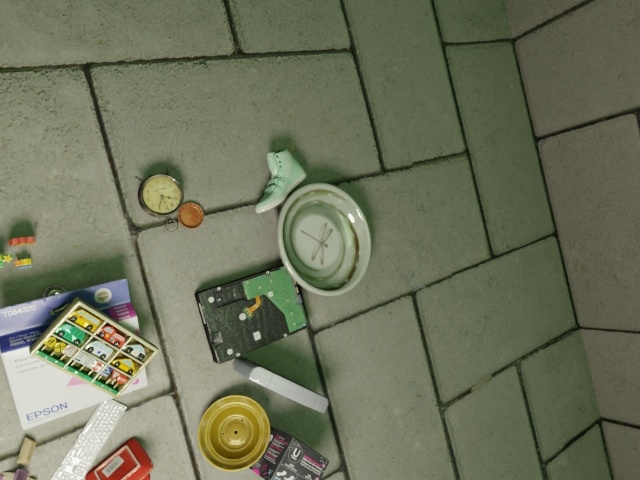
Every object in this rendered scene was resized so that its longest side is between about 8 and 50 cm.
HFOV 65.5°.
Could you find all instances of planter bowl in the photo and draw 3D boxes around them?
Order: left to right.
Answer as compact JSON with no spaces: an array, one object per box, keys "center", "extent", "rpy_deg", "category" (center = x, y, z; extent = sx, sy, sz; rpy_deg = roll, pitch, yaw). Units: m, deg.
[{"center":[-0.265,0.595,1.544],"extent":[0.217,0.090,0.217],"rpy_deg":[2,69,-5],"category":"planter bowl"}]

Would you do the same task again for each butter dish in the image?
[{"center":[-0.538,0.664,1.380],"extent":[0.160,0.160,0.118],"rpy_deg":[-37,127,-27],"category":"butter dish"}]

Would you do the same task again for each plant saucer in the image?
[{"center":[-0.414,-0.078,1.586],"extent":[0.083,0.013,0.083],"rpy_deg":[4,83,-31],"category":"plant saucer"},{"center":[0.000,0.000,1.758],"extent":[0.400,0.100,0.400],"rpy_deg":[8,76,-35],"category":"plant saucer"}]

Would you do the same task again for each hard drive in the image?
[{"center":[-0.221,0.233,1.640],"extent":[0.339,0.064,0.237],"rpy_deg":[-18,94,-30],"category":"hard drive"}]

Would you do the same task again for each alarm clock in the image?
[{"center":[-0.482,-0.117,1.521],"extent":[0.129,0.064,0.192],"rpy_deg":[-21,93,-30],"category":"alarm clock"}]

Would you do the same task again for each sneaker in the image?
[{"center":[-0.678,0.228,1.355],"extent":[0.090,0.095,0.235],"rpy_deg":[-38,106,-30],"category":"sneaker"},{"center":[-0.168,-0.210,1.695],"extent":[0.151,0.094,0.256],"rpy_deg":[55,53,-21],"category":"sneaker"}]

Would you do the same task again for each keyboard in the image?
[{"center":[-0.645,0.568,1.387],"extent":[0.072,0.014,0.256],"rpy_deg":[37,68,-22],"category":"keyboard"}]

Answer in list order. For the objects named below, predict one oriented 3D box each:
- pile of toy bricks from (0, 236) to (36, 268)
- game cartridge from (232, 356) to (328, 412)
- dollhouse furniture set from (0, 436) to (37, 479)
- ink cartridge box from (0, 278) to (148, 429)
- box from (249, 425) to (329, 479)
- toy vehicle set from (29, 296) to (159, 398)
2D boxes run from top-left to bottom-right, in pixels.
[{"center":[-0.840,0.049,1.269],"extent":[0.212,0.105,0.118],"rpy_deg":[-10,90,-31],"category":"pile of toy bricks"},{"center":[-0.123,0.463,1.597],"extent":[0.297,0.198,0.062],"rpy_deg":[33,70,-24],"category":"game cartridge"},{"center":[-0.790,0.581,1.304],"extent":[0.081,0.091,0.114],"rpy_deg":[-3,57,8],"category":"dollhouse furniture set"},{"center":[-0.644,0.296,1.315],"extent":[0.324,0.071,0.330],"rpy_deg":[-15,117,-30],"category":"ink cartridge box"},{"center":[-0.118,0.681,1.549],"extent":[0.163,0.247,0.142],"rpy_deg":[40,67,-22],"category":"box"},{"center":[-0.578,0.283,1.291],"extent":[0.166,0.035,0.267],"rpy_deg":[-51,127,-10],"category":"toy vehicle set"}]
